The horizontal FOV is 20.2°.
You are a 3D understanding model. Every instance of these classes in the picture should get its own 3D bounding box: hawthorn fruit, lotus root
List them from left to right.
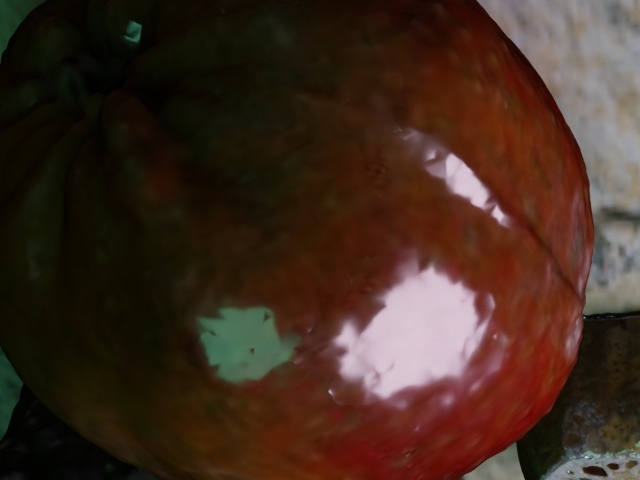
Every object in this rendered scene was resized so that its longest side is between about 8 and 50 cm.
[{"bbox_3d":[-0.012,-0.014,0.747,0.261,0.258,0.258,8,135,-30],"label":"hawthorn fruit"},{"bbox_3d":[0.165,0.103,0.952,0.122,0.081,0.112,-7,139,9],"label":"lotus root"}]

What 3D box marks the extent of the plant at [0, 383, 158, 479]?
[{"bbox_3d":[-0.109,0.148,0.921,0.129,0.194,0.132,-5,133,1],"label":"plant"}]
